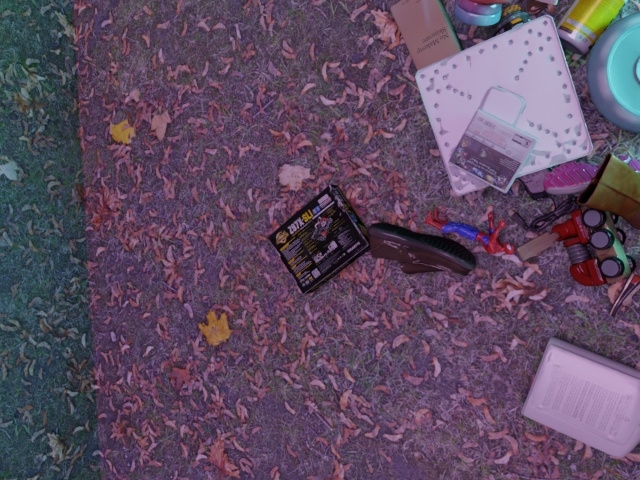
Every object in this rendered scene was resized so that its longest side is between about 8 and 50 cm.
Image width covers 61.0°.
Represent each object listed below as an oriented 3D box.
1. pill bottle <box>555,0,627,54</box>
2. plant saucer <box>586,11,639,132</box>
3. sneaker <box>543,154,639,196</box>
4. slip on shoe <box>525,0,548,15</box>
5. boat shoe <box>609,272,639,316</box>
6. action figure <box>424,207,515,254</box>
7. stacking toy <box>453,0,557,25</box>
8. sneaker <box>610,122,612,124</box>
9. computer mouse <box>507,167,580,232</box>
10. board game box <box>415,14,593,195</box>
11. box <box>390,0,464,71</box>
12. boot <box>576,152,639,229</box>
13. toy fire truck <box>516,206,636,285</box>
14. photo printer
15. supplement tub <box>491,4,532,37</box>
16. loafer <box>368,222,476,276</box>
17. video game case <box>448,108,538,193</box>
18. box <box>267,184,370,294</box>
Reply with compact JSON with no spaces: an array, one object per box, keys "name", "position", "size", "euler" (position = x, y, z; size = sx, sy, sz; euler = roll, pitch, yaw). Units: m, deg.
[{"name":"pill bottle","position":[0.749,-0.631,1.491],"size":[0.117,0.117,0.215],"euler":[41,110,19]},{"name":"plant saucer","position":[0.861,-0.440,1.413],"size":[0.317,0.044,0.318],"euler":[0,93,3]},{"name":"sneaker","position":[0.741,-0.151,1.492],"size":[0.252,0.103,0.111],"euler":[-6,132,6]},{"name":"slip on shoe","position":[0.656,-0.713,1.577],"size":[0.135,0.041,0.051],"euler":[-32,78,25]},{"name":"boat shoe","position":[0.855,0.158,1.517],"size":[0.043,0.049,0.137],"euler":[30,101,21]},{"name":"action figure","position":[0.476,-0.054,1.670],"size":[0.280,0.091,0.139],"euler":[30,118,23]},{"name":"stacking toy","position":[0.517,-0.694,1.551],"size":[0.279,0.309,0.130],"euler":[11,138,8]},{"name":"sneaker","position":[0.805,-0.431,1.490],"size":[0.092,0.087,0.229],"euler":[-18,83,26]},{"name":"computer mouse","position":[0.622,-0.154,1.619],"size":[0.184,0.060,0.262],"euler":[-44,79,26]},{"name":"board game box","position":[0.515,-0.371,1.554],"size":[0.389,0.050,0.390],"euler":[-17,96,27]},{"name":"box","position":[0.353,-0.610,1.692],"size":[0.148,0.121,0.311],"euler":[-27,80,26]},{"name":"boot","position":[0.837,-0.166,1.405],"size":[0.280,0.096,0.264],"euler":[21,118,-16]},{"name":"toy fire truck","position":[0.715,0.033,1.543],"size":[0.246,0.158,0.217],"euler":[-26,75,46]},{"name":"photo printer","position":[0.763,0.446,1.543],"size":[0.307,0.107,0.256],"euler":[20,102,24]},{"name":"supplement tub","position":[0.577,-0.576,1.582],"size":[0.117,0.117,0.190],"euler":[-27,80,26]},{"name":"loafer","position":[0.319,0.047,1.753],"size":[0.365,0.133,0.130],"euler":[20,113,29]},{"name":"video game case","position":[0.490,-0.254,1.555],"size":[0.190,0.022,0.173],"euler":[31,113,13]},{"name":"box","position":[0.000,0.000,1.929],"size":[0.322,0.079,0.257],"euler":[-39,74,23]}]
